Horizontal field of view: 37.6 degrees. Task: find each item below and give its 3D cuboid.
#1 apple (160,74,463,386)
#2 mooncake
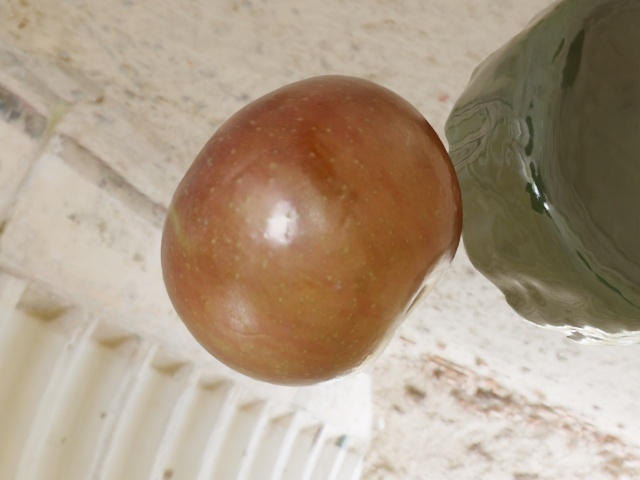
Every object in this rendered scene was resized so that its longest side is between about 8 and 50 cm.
[{"bbox_3d":[0.000,0.000,0.586,0.162,0.201,0.201,44,175,18],"label":"apple"},{"bbox_3d":[0.301,-0.069,0.926,0.356,0.356,0.194,26,160,-9],"label":"mooncake"}]
